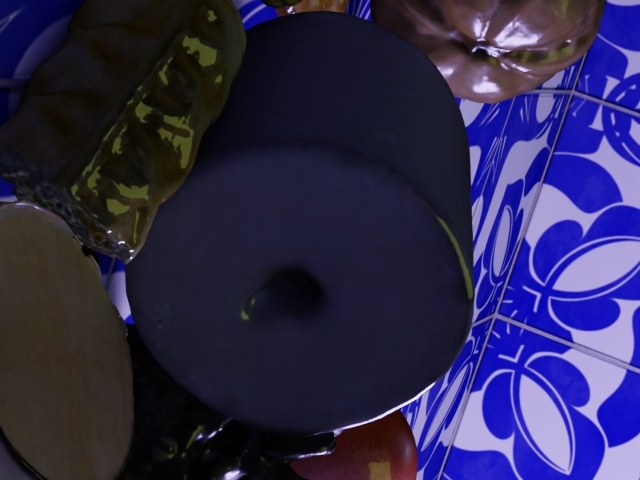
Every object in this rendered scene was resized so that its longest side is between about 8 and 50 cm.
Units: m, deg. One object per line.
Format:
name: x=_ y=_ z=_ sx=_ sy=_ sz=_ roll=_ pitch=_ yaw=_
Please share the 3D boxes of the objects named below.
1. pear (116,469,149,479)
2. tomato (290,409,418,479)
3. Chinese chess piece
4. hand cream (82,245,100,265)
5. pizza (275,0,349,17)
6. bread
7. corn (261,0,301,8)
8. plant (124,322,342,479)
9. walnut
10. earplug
pear: x=-0.200 y=0.361 z=1.556 sx=0.269 sy=0.269 sz=0.321 roll=-33 pitch=138 yaw=-62
tomato: x=0.000 y=0.293 z=2.244 sx=0.224 sy=0.256 sz=0.255 roll=-91 pitch=-164 yaw=-71
Chinese chess piece: x=-0.244 y=0.096 z=1.326 sx=0.257 sy=0.104 sz=0.257 roll=-16 pitch=90 yaw=-70
hand cream: x=-0.242 y=0.063 z=1.619 sx=0.122 sy=0.023 sz=0.036 roll=-62 pitch=150 yaw=-25
pizza: x=0.010 y=-0.315 z=1.884 sx=0.195 sy=0.052 sz=0.185 roll=-54 pitch=154 yaw=-15
bread: x=-0.160 y=-0.125 z=1.441 sx=0.130 sy=0.152 sz=0.267 roll=-13 pitch=-137 yaw=56
corn: x=-0.048 y=-0.341 z=1.563 sx=0.130 sy=0.130 sz=0.347 roll=-60 pitch=159 yaw=-26
plant: x=-0.116 y=0.206 z=1.730 sx=0.199 sy=0.276 sz=0.188 roll=100 pitch=8 yaw=-77
walnut: x=0.205 y=-0.341 z=2.051 sx=0.306 sy=0.306 sz=0.344 roll=92 pitch=13 yaw=-46
earplug: x=-0.004 y=-0.046 z=1.669 sx=0.394 sy=0.313 sz=0.312 roll=-81 pitch=-179 yaw=-58
